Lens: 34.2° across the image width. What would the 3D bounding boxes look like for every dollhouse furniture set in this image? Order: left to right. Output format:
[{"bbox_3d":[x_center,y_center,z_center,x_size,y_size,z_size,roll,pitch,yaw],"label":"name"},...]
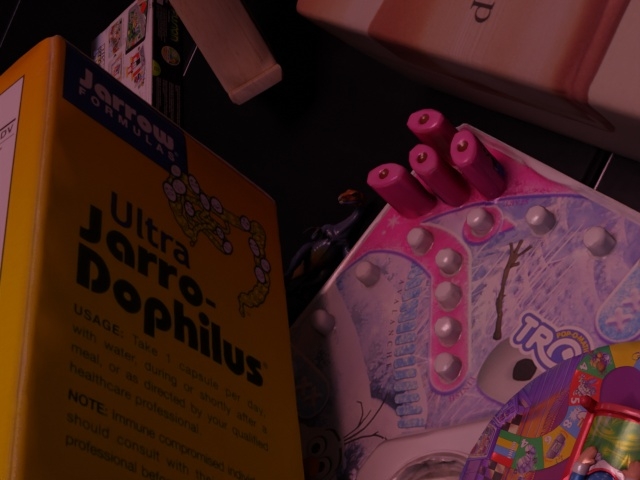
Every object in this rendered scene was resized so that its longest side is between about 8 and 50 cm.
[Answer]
[{"bbox_3d":[0.036,-0.283,0.806,0.355,0.174,0.303,-30,26,4],"label":"dollhouse furniture set"}]

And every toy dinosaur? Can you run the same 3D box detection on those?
[{"bbox_3d":[0.000,0.000,0.729,0.082,0.047,0.090,-55,26,-11],"label":"toy dinosaur"}]

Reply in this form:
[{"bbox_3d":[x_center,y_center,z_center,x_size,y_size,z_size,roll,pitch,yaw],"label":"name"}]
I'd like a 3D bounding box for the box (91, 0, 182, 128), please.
[{"bbox_3d":[-0.180,-0.134,1.003,0.114,0.036,0.207,-30,53,39],"label":"box"}]

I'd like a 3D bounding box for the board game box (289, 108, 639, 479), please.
[{"bbox_3d":[0.056,0.144,0.518,0.390,0.050,0.390,-52,39,1],"label":"board game box"}]

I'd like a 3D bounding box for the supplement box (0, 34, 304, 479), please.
[{"bbox_3d":[-0.141,0.106,0.544,0.194,0.195,0.357,-30,45,25],"label":"supplement box"}]

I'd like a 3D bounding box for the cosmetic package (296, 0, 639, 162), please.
[{"bbox_3d":[0.134,-0.141,0.558,0.296,0.129,0.153,30,97,51],"label":"cosmetic package"}]

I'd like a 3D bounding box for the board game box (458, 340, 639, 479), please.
[{"bbox_3d":[0.116,0.110,0.420,0.133,0.033,0.169,-35,43,20],"label":"board game box"}]
